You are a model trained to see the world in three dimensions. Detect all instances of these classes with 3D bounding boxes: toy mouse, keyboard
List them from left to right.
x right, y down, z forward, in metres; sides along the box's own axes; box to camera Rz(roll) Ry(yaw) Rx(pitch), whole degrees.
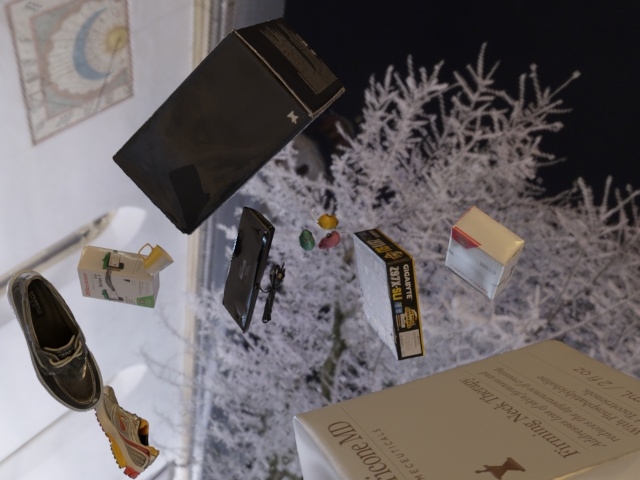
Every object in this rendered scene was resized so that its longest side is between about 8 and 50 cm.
[{"bbox_3d":[-0.152,0.090,1.763,0.201,0.033,0.317,47,-45,36],"label":"keyboard"},{"bbox_3d":[0.000,0.000,1.834,0.143,0.161,0.031,-53,-131,23],"label":"toy mouse"}]

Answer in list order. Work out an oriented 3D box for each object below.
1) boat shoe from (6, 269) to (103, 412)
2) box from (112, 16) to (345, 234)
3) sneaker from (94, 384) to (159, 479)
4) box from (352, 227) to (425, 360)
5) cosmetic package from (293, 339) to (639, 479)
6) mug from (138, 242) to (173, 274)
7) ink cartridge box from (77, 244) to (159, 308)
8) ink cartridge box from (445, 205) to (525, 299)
[{"bbox_3d":[-0.549,0.219,1.555,0.119,0.121,0.335,1,-60,59],"label":"boat shoe"},{"bbox_3d":[-0.227,-0.324,2.038,0.480,0.472,0.297,-41,-81,21],"label":"box"},{"bbox_3d":[-0.428,0.414,1.668,0.225,0.092,0.088,53,-7,28],"label":"sneaker"},{"bbox_3d":[0.170,0.128,1.933,0.322,0.079,0.257,-132,-150,-72],"label":"box"},{"bbox_3d":[0.219,0.354,0.889,0.329,0.393,0.327,-155,-127,-72],"label":"cosmetic package"},{"bbox_3d":[-0.422,0.048,1.907,0.078,0.064,0.062,47,1,9],"label":"mug"},{"bbox_3d":[-0.590,0.108,2.203,0.219,0.093,0.160,9,-37,-3],"label":"ink cartridge box"},{"bbox_3d":[0.402,0.035,1.854,0.158,0.092,0.218,39,-20,20],"label":"ink cartridge box"}]
